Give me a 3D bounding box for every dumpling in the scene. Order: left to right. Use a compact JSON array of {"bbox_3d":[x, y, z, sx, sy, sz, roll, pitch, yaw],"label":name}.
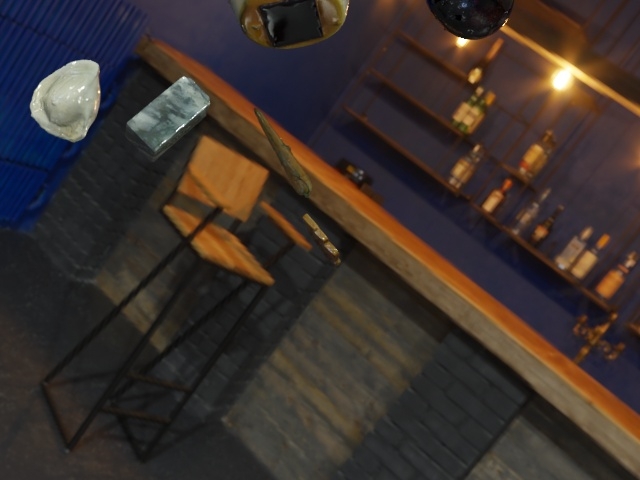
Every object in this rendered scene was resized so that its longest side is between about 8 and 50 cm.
[{"bbox_3d":[-0.705,-0.399,2.257,0.179,0.252,0.131,9,-14,5],"label":"dumpling"}]

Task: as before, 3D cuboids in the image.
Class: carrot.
[{"bbox_3d":[-0.094,-0.216,1.983,0.254,0.049,0.049,58,11,2],"label":"carrot"}]

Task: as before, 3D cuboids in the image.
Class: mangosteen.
[{"bbox_3d":[0.350,-0.567,1.784,0.211,0.250,0.211,32,33,-23],"label":"mangosteen"}]

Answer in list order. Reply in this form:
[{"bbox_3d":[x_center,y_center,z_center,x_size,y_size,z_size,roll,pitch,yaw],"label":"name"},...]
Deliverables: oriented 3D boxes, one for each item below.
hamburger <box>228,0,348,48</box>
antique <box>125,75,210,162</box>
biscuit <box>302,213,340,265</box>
[{"bbox_3d":[-0.066,-0.560,1.806,0.276,0.294,0.179,61,19,-65],"label":"hamburger"},{"bbox_3d":[-0.327,-0.266,1.763,0.086,0.183,0.088,46,-18,-3],"label":"antique"},{"bbox_3d":[0.000,0.000,1.741,0.130,0.019,0.119,55,-8,-3],"label":"biscuit"}]
